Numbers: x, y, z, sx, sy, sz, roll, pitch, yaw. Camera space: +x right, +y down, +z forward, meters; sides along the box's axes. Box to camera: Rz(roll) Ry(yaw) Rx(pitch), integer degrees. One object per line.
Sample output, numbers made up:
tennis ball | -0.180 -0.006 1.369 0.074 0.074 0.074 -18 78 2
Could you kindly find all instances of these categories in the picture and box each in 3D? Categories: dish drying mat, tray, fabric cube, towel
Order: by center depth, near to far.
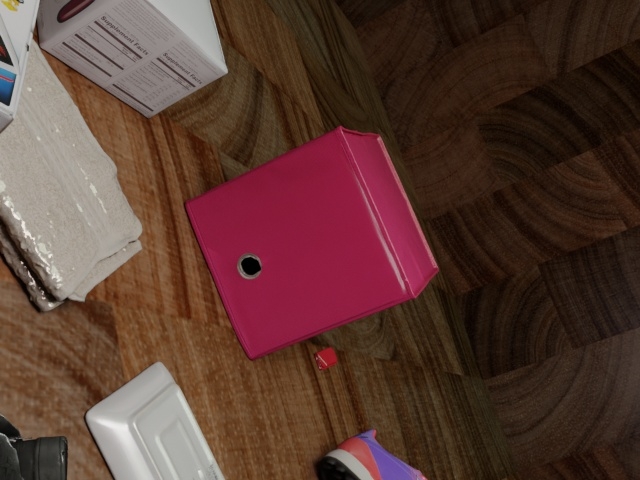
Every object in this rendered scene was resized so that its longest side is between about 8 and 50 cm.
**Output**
towel | -0.285 -0.081 0.660 0.282 0.049 0.187 61 18 -14
tray | -0.132 0.264 0.686 0.270 0.030 0.145 65 17 -3
fabric cube | 0.000 0.000 1.018 0.254 0.258 0.259 68 18 2
dish drying mat | 0.011 0.209 1.185 0.032 0.008 0.083 68 18 9

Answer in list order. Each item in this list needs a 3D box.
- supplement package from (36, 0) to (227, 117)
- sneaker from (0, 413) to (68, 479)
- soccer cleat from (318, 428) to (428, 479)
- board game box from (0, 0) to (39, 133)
supplement package | -0.260 -0.342 0.899 0.204 0.145 0.262 32 38 -60
sneaker | -0.226 0.193 0.471 0.051 0.089 0.170 -147 -119 -67
soccer cleat | 0.143 0.392 0.937 0.318 0.109 0.116 36 42 27
board game box | -0.372 -0.224 0.507 0.305 0.053 0.193 33 36 -42
